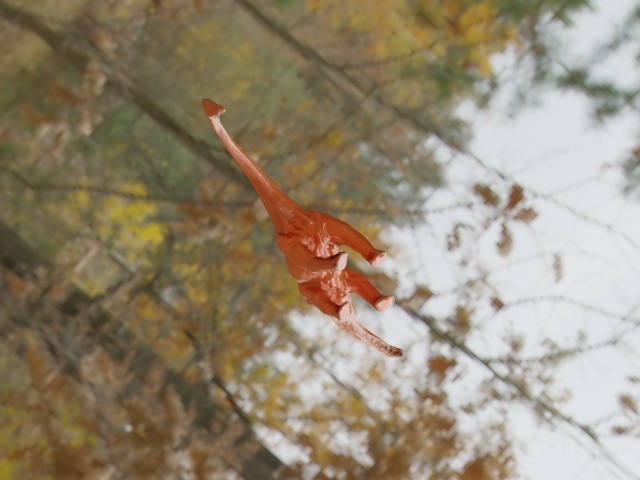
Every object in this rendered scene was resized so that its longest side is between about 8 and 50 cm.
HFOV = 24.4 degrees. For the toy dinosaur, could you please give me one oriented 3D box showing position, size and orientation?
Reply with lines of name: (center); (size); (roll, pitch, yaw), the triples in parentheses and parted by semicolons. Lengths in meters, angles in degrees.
toy dinosaur: (-0.004, 0.004, 1.091); (0.055, 0.279, 0.101); (-44, -139, -23)
